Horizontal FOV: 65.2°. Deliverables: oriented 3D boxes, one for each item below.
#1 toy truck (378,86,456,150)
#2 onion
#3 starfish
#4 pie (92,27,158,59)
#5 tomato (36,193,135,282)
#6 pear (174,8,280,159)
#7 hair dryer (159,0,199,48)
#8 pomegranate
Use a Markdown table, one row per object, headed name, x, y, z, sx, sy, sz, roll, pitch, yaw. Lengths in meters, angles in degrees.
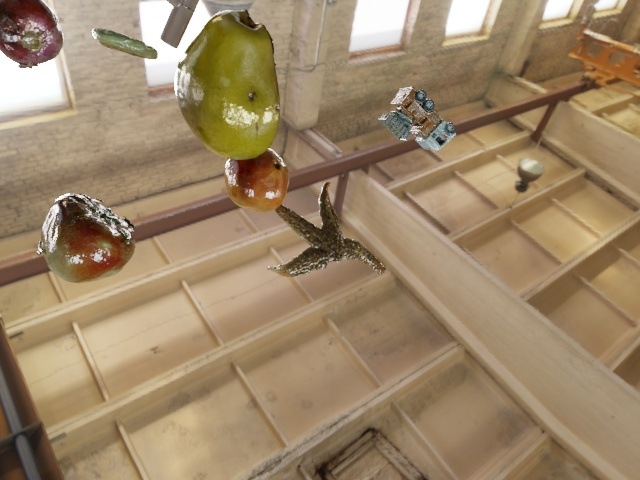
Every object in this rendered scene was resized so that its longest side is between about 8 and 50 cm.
| name | x | y | z | sx | sy | sz | roll | pitch | yaw |
| --- | --- | --- | --- | --- | --- | --- | --- | --- | --- |
| toy truck | 0.253 | -0.298 | 1.288 | 0.178 | 0.115 | 0.080 | 39 | 180 | -20 |
| onion | -0.685 | -0.499 | 1.150 | 0.160 | 0.159 | 0.194 | -20 | -124 | -29 |
| starfish | 0.002 | -0.002 | 1.726 | 0.399 | 0.132 | 0.383 | -21 | -98 | -21 |
| pie | -0.562 | -0.564 | 1.449 | 0.187 | 0.041 | 0.187 | 16 | -172 | -2 |
| tomato | -0.769 | 0.002 | 1.630 | 0.303 | 0.239 | 0.303 | 41 | -173 | -6 |
| pear | -0.264 | -0.383 | 1.298 | 0.192 | 0.386 | 0.340 | -20 | -131 | -30 |
| hair dryer | -0.403 | -0.598 | 1.209 | 0.221 | 0.195 | 0.053 | 11 | -153 | -46 |
| pomegranate | -0.195 | -0.186 | 1.538 | 0.209 | 0.209 | 0.209 | 6 | -138 | -5 |
